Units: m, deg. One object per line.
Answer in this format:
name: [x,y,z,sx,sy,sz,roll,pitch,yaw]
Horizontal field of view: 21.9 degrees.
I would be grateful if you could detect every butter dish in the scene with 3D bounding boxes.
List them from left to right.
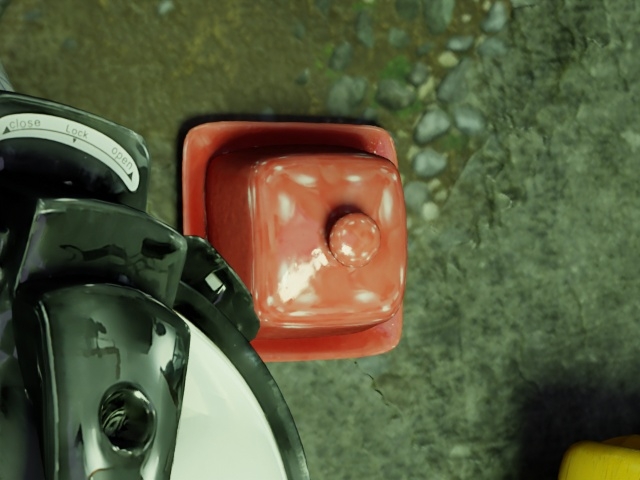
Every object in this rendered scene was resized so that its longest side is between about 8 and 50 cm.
butter dish: [0.000,0.000,1.067,0.160,0.118,0.160,-1,89,-24]

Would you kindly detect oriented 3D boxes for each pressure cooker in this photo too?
pressure cooker: [-0.207,0.133,0.772,0.375,0.420,0.370,-33,119,-25]

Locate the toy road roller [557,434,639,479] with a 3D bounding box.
toy road roller: [0.289,0.226,1.083,0.241,0.329,0.202,16,82,-46]

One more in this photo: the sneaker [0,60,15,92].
sneaker: [-0.202,-0.073,0.997,0.071,0.083,0.190,-33,101,-20]
